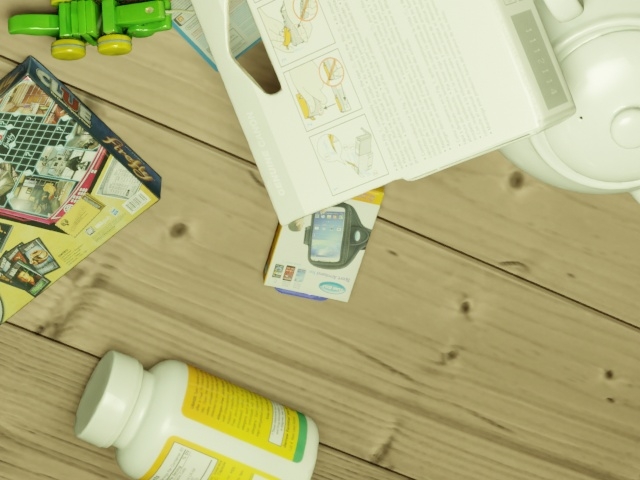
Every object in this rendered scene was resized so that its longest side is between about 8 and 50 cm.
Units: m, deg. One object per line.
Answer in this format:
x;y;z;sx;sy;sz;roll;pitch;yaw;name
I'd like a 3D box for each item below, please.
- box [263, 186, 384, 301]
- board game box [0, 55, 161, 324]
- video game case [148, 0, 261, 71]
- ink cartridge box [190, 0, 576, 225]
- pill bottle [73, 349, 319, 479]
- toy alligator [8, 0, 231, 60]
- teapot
0.000;0.000;1.676;0.081;0.028;0.136;12;118;-10;box
-0.284;-0.028;1.638;0.243;0.042;0.165;-37;116;18;board game box
-0.095;-0.232;1.539;0.119;0.015;0.166;-36;116;18;video game case
0.028;-0.188;1.449;0.261;0.066;0.296;-20;93;38;ink cartridge box
-0.117;0.181;1.727;0.208;0.117;0.117;24;117;-16;pill bottle
-0.162;-0.181;1.542;0.190;0.051;0.056;-5;81;8;toy alligator
0.233;-0.137;1.512;0.256;0.187;0.252;14;119;-9;teapot
